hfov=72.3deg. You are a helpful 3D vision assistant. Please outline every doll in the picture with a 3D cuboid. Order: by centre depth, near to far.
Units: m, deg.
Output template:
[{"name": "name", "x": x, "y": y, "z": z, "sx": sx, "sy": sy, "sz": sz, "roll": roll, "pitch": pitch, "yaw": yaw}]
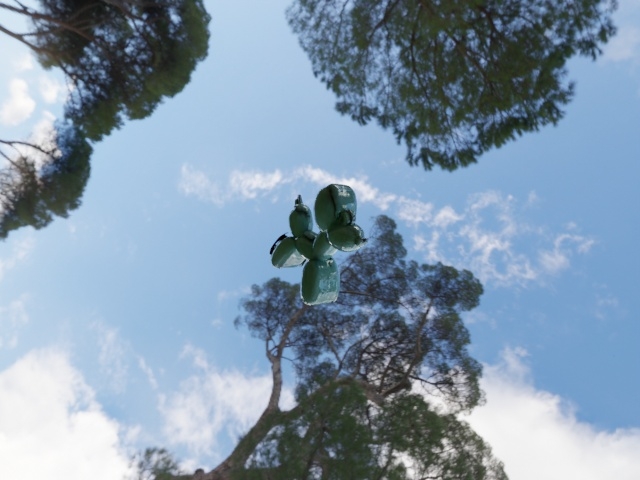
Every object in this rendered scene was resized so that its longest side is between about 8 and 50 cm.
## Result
[{"name": "doll", "x": 0.000, "y": 0.000, "z": 0.572, "sx": 0.159, "sy": 0.059, "sz": 0.159, "roll": 36, "pitch": -61, "yaw": 48}]
